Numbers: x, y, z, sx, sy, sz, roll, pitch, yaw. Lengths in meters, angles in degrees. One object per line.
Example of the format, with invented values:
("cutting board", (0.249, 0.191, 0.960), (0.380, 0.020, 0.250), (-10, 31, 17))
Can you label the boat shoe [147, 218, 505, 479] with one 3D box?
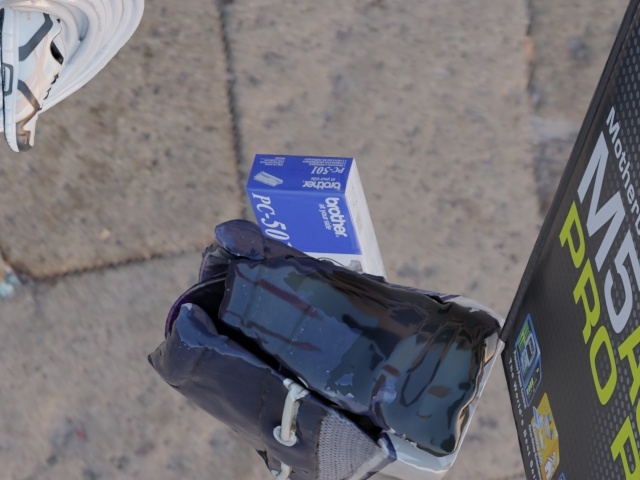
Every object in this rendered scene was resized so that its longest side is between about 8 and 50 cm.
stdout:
("boat shoe", (-0.010, 0.074, 0.915), (0.158, 0.340, 0.127), (25, 71, 0))

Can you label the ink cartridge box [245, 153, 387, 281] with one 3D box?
("ink cartridge box", (0.000, 0.000, 1.558), (0.207, 0.097, 0.046), (72, 26, -51))

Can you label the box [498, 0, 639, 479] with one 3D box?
("box", (0.114, 0.081, 0.395), (0.060, 0.270, 0.216), (-2, 146, -9))

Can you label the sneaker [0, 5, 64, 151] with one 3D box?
("sneaker", (-0.195, -0.106, 1.107), (0.043, 0.040, 0.109), (-2, 127, -14))

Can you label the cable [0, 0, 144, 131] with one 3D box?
("cable", (-0.258, -0.154, 1.167), (0.257, 0.257, 0.089), (-13, 68, -38))
